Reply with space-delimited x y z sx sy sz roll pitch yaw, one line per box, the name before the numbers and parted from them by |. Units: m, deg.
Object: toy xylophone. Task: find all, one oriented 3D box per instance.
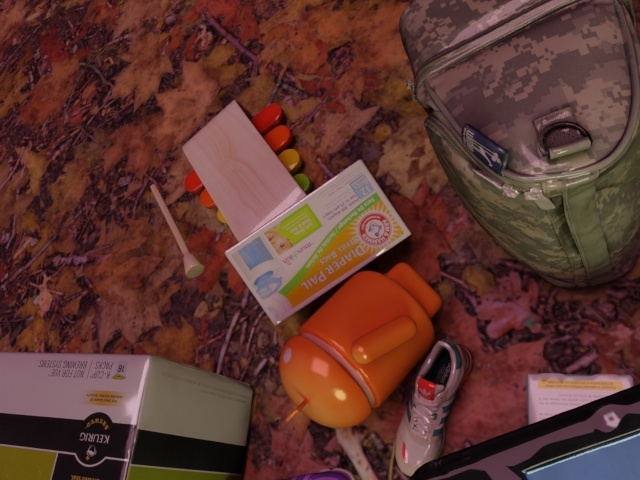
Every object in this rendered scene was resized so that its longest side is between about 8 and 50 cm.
toy xylophone | -0.129 -0.077 0.925 0.236 0.081 0.322 -33 57 11

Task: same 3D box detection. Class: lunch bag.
lunch bag | 0.227 -0.106 0.611 0.213 0.305 0.255 -22 59 19

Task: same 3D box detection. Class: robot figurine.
robot figurine | 0.042 0.121 0.694 0.219 0.128 0.158 -43 35 -22

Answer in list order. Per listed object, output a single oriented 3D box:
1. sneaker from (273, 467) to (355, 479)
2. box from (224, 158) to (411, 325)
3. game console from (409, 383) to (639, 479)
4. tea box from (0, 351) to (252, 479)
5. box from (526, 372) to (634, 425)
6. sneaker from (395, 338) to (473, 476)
sneaker | -0.037 0.309 0.712 0.170 0.071 0.068 -18 61 20
box | 0.000 0.000 0.771 0.203 0.103 0.114 -35 91 5
game console | 0.298 0.284 0.461 0.387 0.060 0.341 -27 74 17
tea box | -0.296 0.317 0.758 0.329 0.220 0.323 -4 66 27
box | 0.257 0.255 0.582 0.101 0.060 0.244 -5 67 26
sneaker | 0.118 0.183 0.680 0.057 0.075 0.161 20 79 34
